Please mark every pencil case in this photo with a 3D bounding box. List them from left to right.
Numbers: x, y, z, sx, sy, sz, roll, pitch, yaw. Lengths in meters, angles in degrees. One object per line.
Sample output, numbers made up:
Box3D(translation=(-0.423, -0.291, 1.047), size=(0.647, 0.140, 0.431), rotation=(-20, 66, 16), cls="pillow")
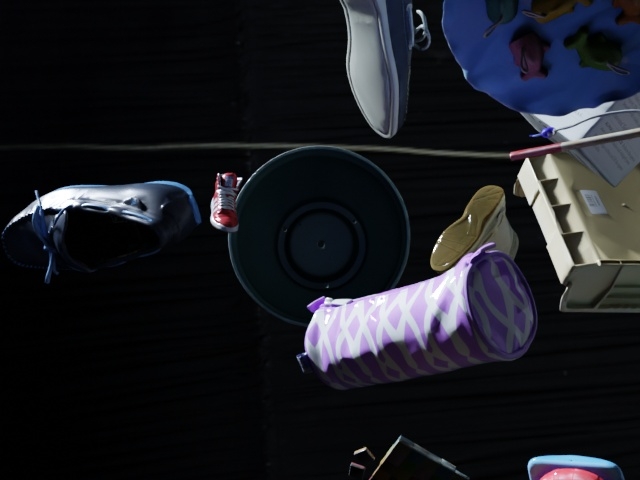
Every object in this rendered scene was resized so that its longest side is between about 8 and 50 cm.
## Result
Box3D(translation=(0.073, 0.069, 0.582), size=(0.206, 0.086, 0.088), rotation=(-22, 86, 45), cls="pencil case")

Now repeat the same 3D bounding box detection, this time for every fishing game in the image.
Box3D(translation=(0.185, -0.162, 0.520), size=(0.041, 0.189, 0.264), rotation=(-76, -32, -43), cls="fishing game")

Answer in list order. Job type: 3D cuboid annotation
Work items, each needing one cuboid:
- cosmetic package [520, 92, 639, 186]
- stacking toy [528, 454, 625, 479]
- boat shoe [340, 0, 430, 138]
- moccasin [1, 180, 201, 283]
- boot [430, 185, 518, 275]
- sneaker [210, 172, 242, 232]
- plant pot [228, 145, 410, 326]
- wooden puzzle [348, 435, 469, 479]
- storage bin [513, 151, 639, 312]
Box3D(translation=(0.368, -0.201, 0.913), size=(0.184, 0.151, 0.151), rotation=(-51, 49, 13), cls="cosmetic package")
Box3D(translation=(0.428, 0.528, 1.221), size=(0.302, 0.175, 0.166), rotation=(-42, -61, -53), cls="stacking toy")
Box3D(translation=(0.072, -0.240, 0.809), size=(0.095, 0.079, 0.255), rotation=(28, 142, 48), cls="boat shoe")
Box3D(translation=(-0.342, -0.019, 1.020), size=(0.138, 0.341, 0.117), rotation=(66, -153, -19), cls="moccasin")
Box3D(translation=(0.308, 0.020, 1.381), size=(0.077, 0.213, 0.165), rotation=(21, 153, 43), cls="boot")
Box3D(translation=(-0.142, -0.062, 1.081), size=(0.118, 0.042, 0.067), rotation=(-118, 43, -58), cls="sneaker")
Box3D(translation=(0.000, 0.000, 1.230), size=(0.196, 0.292, 0.293), rotation=(72, -167, -85), cls="plant pot")
Box3D(translation=(0.061, 0.152, 0.452), size=(0.049, 0.083, 0.006), rotation=(-63, -3, 33), cls="wooden puzzle")
Box3D(translation=(0.483, -0.020, 1.186), size=(0.123, 0.260, 0.262), rotation=(102, 165, -49), cls="storage bin")
